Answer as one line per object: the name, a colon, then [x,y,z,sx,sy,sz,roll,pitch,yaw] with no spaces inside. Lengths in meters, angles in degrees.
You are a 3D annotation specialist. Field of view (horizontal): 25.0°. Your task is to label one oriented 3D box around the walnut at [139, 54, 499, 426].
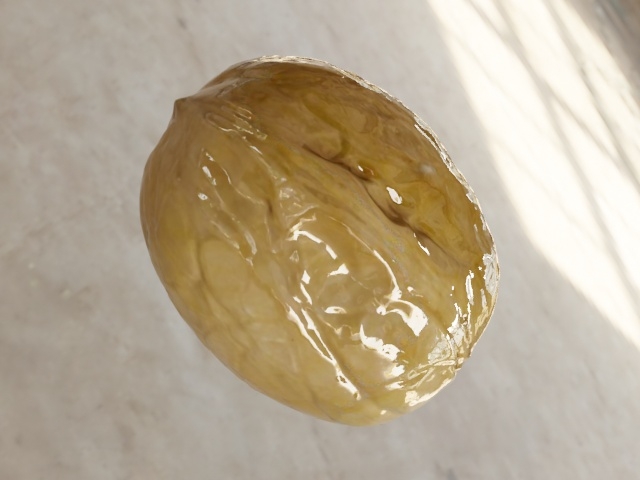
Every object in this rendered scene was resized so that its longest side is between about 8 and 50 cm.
walnut: [0.000,0.000,0.732,0.207,0.159,0.159,45,25,-22]
